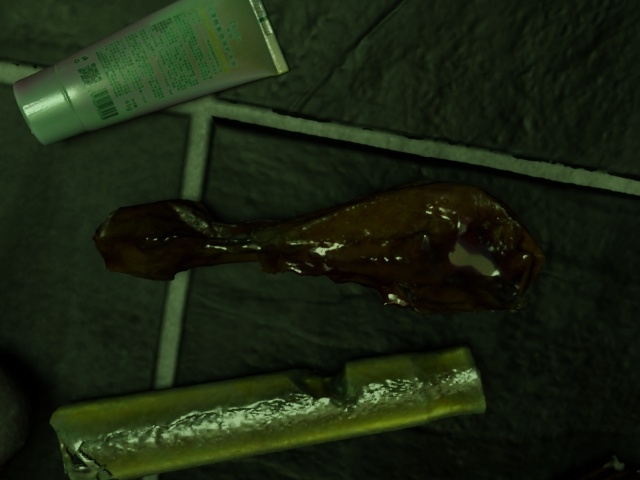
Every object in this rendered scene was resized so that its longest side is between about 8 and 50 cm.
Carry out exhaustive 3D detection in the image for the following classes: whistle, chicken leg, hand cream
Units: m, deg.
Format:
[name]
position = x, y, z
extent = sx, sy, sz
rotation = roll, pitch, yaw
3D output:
[whistle]
position = -0.039, 0.133, 0.559
extent = 0.326, 0.057, 0.068
rotation = -10, 106, 0
[chicken leg]
position = 0.000, 0.000, 0.501
extent = 0.304, 0.113, 0.093
rotation = 3, 84, -1
[hand cream]
position = -0.114, -0.117, 0.496
extent = 0.174, 0.047, 0.076
rotation = -24, 105, -5

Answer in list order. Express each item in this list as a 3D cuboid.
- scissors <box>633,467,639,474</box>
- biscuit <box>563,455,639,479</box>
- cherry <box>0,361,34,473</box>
[scissors]
position = 0.171, 0.253, 0.621
extent = 0.317, 0.024, 0.160
rotation = -29, 103, 5
[biscuit]
position = 0.168, 0.274, 0.578
extent = 0.252, 0.070, 0.106
rotation = -29, 104, 4
[cherry]
position = -0.297, 0.154, 0.525
extent = 0.148, 0.115, 0.188
rotation = 34, 107, -31
